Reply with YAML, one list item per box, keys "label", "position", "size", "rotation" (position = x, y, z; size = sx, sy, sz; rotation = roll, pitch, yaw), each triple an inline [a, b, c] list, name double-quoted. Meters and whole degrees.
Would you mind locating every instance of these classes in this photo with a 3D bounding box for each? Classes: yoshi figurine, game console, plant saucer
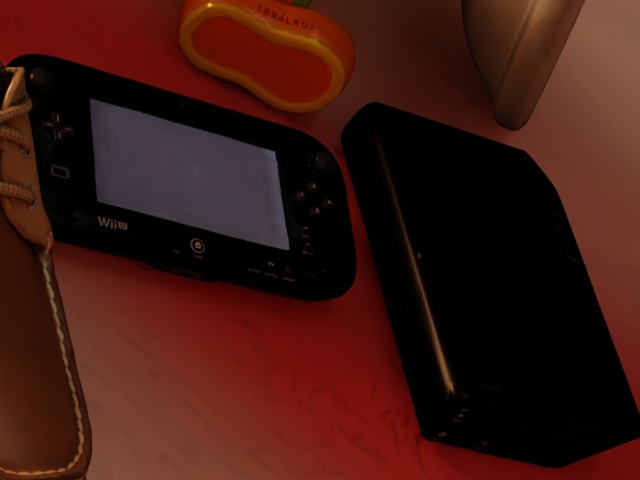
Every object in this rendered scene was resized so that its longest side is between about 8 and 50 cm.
- label: "yoshi figurine"
  position: [0.028, -0.240, 1.176]
  size: [0.203, 0.204, 0.362]
  rotation: [54, 29, -33]
- label: "game console"
  position: [0.000, 0.000, 1.010]
  size: [0.361, 0.044, 0.213]
  rotation: [15, 42, -31]
- label: "plant saucer"
  position: [0.160, -0.263, 1.160]
  size: [0.101, 0.400, 0.400]
  rotation: [25, 35, 3]

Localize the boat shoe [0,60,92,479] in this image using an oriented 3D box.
- label: "boat shoe"
  position: [-0.178, -0.035, 0.815]
  size: [0.123, 0.120, 0.324]
  rotation: [-2, 53, -44]
